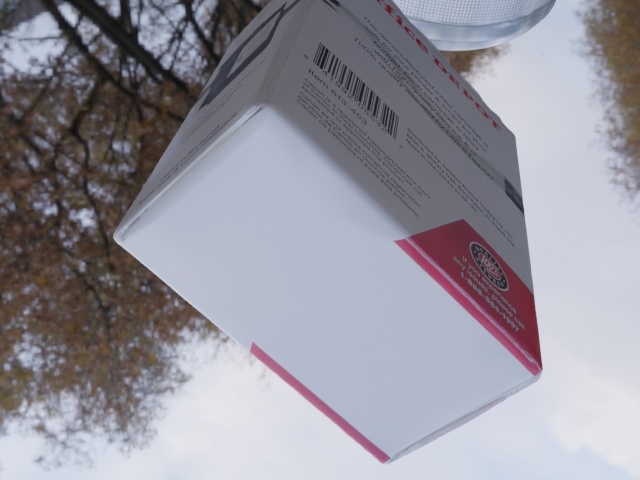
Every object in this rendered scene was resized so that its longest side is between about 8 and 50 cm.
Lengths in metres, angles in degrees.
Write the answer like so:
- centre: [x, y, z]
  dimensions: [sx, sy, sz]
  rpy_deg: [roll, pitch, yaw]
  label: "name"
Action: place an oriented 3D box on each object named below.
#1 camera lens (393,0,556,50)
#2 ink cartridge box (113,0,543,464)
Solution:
- centre: [0.112, -0.310, 0.705]
  dimensions: [0.220, 0.274, 0.219]
  rpy_deg: [4, -132, -4]
  label: "camera lens"
- centre: [0.019, -0.035, 0.464]
  dimensions: [0.100, 0.172, 0.237]
  rpy_deg: [-38, -160, 27]
  label: "ink cartridge box"
